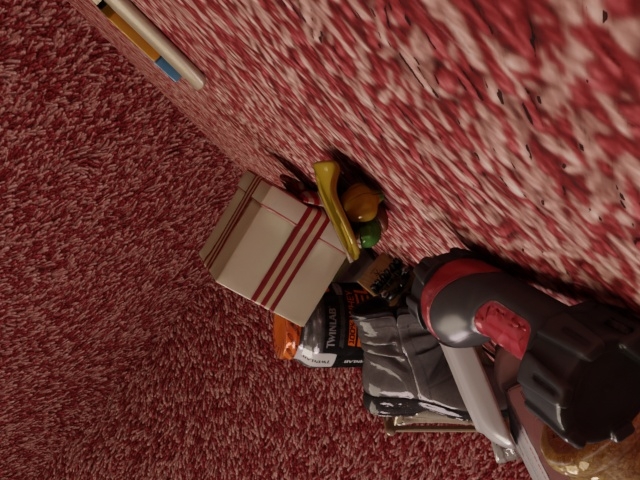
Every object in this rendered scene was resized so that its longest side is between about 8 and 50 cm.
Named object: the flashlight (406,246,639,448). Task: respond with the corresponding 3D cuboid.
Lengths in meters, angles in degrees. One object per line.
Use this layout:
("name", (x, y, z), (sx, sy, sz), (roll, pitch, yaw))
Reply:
("flashlight", (0.165, 0.083, 0.623), (0.304, 0.103, 0.103), (-128, 24, -74))

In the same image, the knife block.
("knife block", (0.196, 0.133, 1.457), (0.275, 0.088, 0.242), (44, 178, -36))

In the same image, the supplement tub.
("supplement tub", (0.065, 0.203, 1.703), (0.338, 0.207, 0.207), (1, -169, -16))

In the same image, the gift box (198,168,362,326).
("gift box", (-0.075, 0.004, 1.515), (0.276, 0.258, 0.255), (29, -177, -28))

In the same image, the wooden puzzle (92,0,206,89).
("wooden puzzle", (-0.321, -0.363, 1.262), (0.221, 0.044, 0.238), (43, 177, -34))

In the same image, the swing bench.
("swing bench", (0.248, 0.306, 1.503), (0.253, 0.165, 0.254), (2, 178, -2))

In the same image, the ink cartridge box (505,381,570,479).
("ink cartridge box", (0.344, 0.301, 1.027), (0.218, 0.092, 0.159), (61, -173, -55))

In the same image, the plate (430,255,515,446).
("plate", (0.218, 0.183, 1.065), (0.277, 0.045, 0.278), (45, -157, -67))

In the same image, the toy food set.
("toy food set", (0.047, -0.046, 0.927), (0.218, 0.071, 0.128), (79, 167, -84))

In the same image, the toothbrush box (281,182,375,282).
("toothbrush box", (0.000, 0.000, 1.861), (0.283, 0.122, 0.206), (40, 177, 23))

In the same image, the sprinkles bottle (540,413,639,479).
("sprinkles bottle", (0.369, 0.270, 0.652), (0.355, 0.121, 0.121), (42, 178, -5))

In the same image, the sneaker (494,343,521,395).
("sneaker", (0.293, 0.185, 1.072), (0.212, 0.080, 0.094), (45, -169, -51))

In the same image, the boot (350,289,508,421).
("boot", (0.228, 0.202, 1.272), (0.118, 0.338, 0.223), (-83, -11, -71))

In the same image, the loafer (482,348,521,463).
("loafer", (0.385, 0.365, 1.649), (0.112, 0.111, 0.319), (55, -172, -43))
